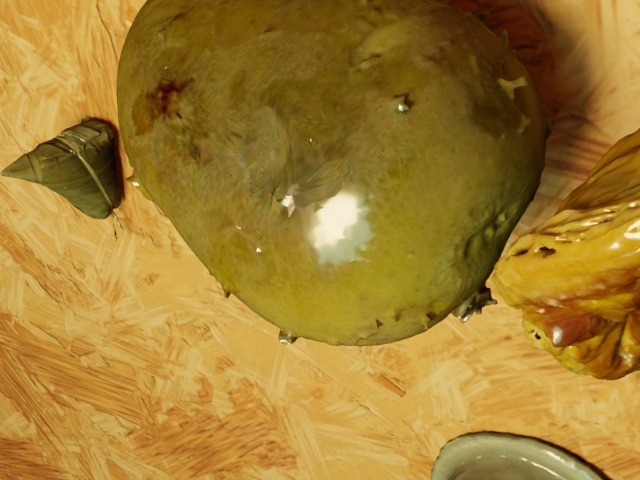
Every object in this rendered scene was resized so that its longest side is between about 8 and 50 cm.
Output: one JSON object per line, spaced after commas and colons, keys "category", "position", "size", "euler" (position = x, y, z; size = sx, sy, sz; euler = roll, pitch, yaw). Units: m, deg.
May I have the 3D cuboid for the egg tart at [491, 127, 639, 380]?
{"category": "egg tart", "position": [0.281, 0.016, 0.618], "size": [0.339, 0.153, 0.351], "euler": [3, 163, 39]}

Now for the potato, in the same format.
{"category": "potato", "position": [-0.013, -0.068, 0.766], "size": [0.359, 0.219, 0.270], "euler": [23, 92, 33]}

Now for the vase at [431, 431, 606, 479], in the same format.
{"category": "vase", "position": [0.149, 0.366, 0.976], "size": [0.245, 0.291, 0.245], "euler": [24, 136, 24]}

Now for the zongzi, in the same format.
{"category": "zongzi", "position": [-0.273, -0.044, 1.081], "size": [0.062, 0.130, 0.154], "euler": [30, 139, 28]}
